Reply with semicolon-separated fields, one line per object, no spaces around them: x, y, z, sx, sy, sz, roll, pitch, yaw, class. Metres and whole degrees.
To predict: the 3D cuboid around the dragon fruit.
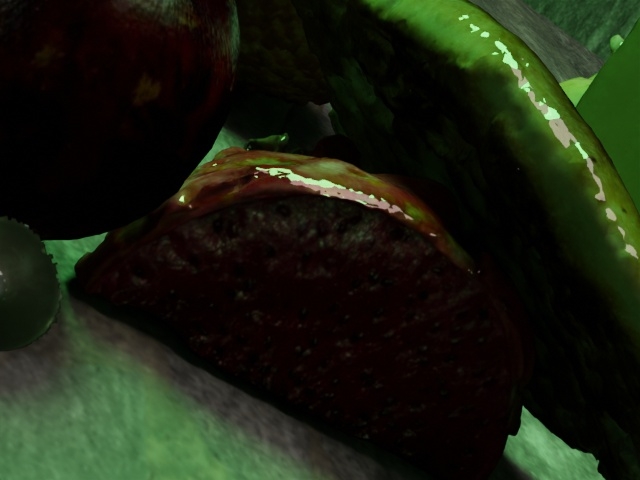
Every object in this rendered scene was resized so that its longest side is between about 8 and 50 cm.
0.000;0.000;1.011;0.262;0.134;0.211;30;14;-26;dragon fruit

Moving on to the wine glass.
-0.153;0.045;0.691;0.066;0.066;0.198;36;17;-4;wine glass

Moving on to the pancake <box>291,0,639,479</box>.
0.118;0.012;1.032;0.427;0.067;0.305;46;-22;46;pancake

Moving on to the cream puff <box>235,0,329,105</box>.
-0.038;-0.236;1.407;0.350;0.229;0.350;42;-9;8;cream puff

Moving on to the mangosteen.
-0.137;-0.089;0.854;0.210;0.210;0.210;34;16;-11;mangosteen

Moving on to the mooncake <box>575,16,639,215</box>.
0.426;-0.064;1.681;0.378;0.378;0.200;46;17;28;mooncake

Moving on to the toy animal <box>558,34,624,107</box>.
0.282;-0.125;1.900;0.233;0.169;0.121;33;19;-17;toy animal
